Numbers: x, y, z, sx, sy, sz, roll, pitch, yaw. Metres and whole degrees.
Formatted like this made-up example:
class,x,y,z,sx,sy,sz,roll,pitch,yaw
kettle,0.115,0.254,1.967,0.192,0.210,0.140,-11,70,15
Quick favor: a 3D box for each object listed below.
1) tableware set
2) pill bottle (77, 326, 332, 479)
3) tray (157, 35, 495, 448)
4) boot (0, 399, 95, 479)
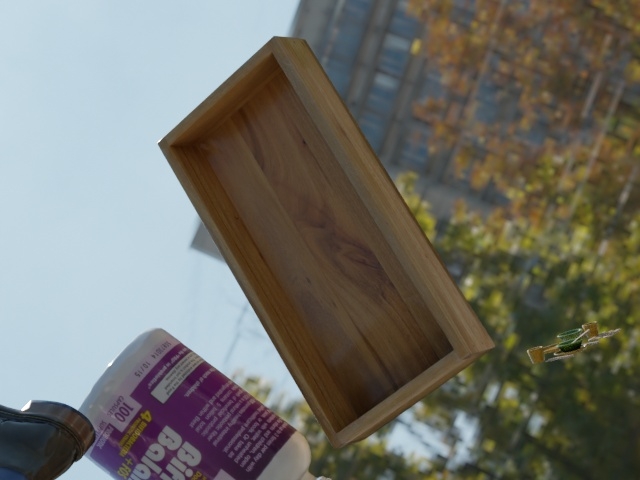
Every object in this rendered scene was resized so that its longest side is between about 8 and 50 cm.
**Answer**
class,x,y,z,sx,sy,sz,roll,pitch,yaw
tableware set,0.340,0.139,2.122,0.154,0.104,0.024,-19,-87,-49
pill bottle,-0.119,0.247,1.716,0.169,0.301,0.169,-53,-6,-8
tray,0.000,0.000,1.698,0.203,0.411,0.076,-39,-16,28
boot,-0.323,0.207,1.433,0.082,0.219,0.106,63,-143,-26
